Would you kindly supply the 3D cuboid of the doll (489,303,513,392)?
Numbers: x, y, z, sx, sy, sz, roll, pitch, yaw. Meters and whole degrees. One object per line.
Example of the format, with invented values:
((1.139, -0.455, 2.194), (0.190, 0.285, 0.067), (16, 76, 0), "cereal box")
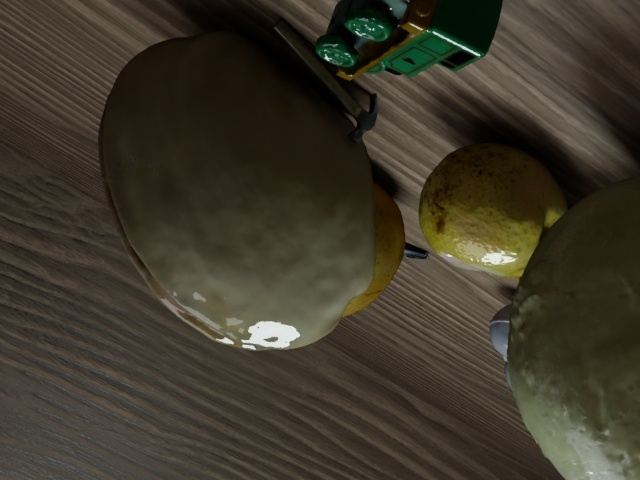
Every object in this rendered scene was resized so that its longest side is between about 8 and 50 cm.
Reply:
((0.388, 0.206, 1.638), (0.151, 0.151, 0.287), (18, 159, 38), "doll")

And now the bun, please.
((0.368, 0.093, 0.836), (0.364, 0.364, 0.202), (30, 150, -4), "bun")

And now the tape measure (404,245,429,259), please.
((0.003, 0.012, 1.621), (0.351, 0.098, 0.215), (22, -155, 19), "tape measure")

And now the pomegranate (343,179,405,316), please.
((0.000, 0.000, 1.409), (0.264, 0.264, 0.264), (27, 166, 7), "pomegranate")

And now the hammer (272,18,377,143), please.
((0.008, -0.205, 1.107), (0.182, 0.062, 0.017), (46, 166, -24), "hammer")

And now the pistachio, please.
((-0.098, -0.072, 1.165), (0.281, 0.365, 0.446), (-35, 78, 59), "pistachio")

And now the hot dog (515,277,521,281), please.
((0.305, 0.046, 1.082), (0.072, 0.115, 0.269), (48, 180, -21), "hot dog")

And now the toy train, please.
((0.082, -0.208, 0.851), (0.136, 0.091, 0.227), (22, 168, -15), "toy train")

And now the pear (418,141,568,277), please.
((0.209, -0.030, 1.066), (0.178, 0.178, 0.178), (27, 166, 7), "pear")
